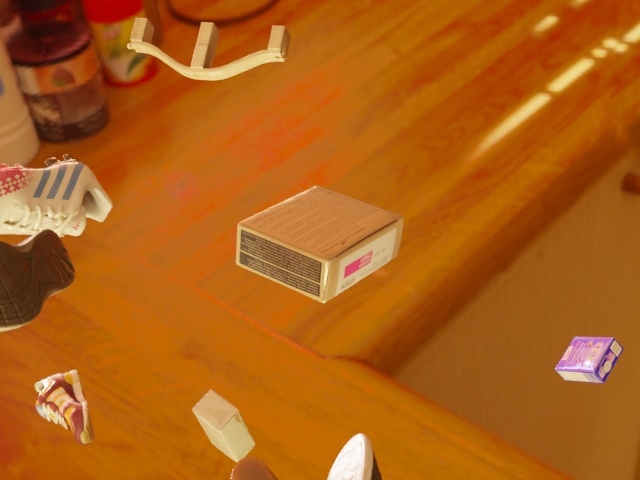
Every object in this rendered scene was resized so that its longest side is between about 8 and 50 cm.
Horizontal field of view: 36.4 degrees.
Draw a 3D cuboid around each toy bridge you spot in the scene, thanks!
[{"bbox_3d":[-0.130,-0.212,1.092,0.188,0.026,0.063,6,73,15],"label":"toy bridge"}]

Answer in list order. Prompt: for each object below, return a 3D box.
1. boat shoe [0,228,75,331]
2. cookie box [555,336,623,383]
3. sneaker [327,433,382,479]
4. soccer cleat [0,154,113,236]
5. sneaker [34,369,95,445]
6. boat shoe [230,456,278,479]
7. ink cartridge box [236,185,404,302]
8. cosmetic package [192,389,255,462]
[{"bbox_3d":[-0.429,0.059,1.283,0.103,0.118,0.320,-23,8,11],"label":"boat shoe"},{"bbox_3d":[0.541,0.240,1.964,0.092,0.040,0.107,-52,22,-23],"label":"cookie box"},{"bbox_3d":[0.091,0.454,1.552,0.147,0.104,0.296,31,35,-23],"label":"sneaker"},{"bbox_3d":[-0.480,-0.058,1.649,0.143,0.116,0.331,46,31,9],"label":"soccer cleat"},{"bbox_3d":[-0.439,0.294,1.662,0.084,0.070,0.185,-13,28,-17],"label":"sneaker"},{"bbox_3d":[-0.055,0.387,1.306,0.073,0.073,0.207,-22,68,-17],"label":"boat shoe"},{"bbox_3d":[0.000,0.000,1.679,0.193,0.088,0.234,23,31,29],"label":"ink cartridge box"},{"bbox_3d":[-0.138,0.269,1.402,0.060,0.115,0.041,31,65,27],"label":"cosmetic package"}]
